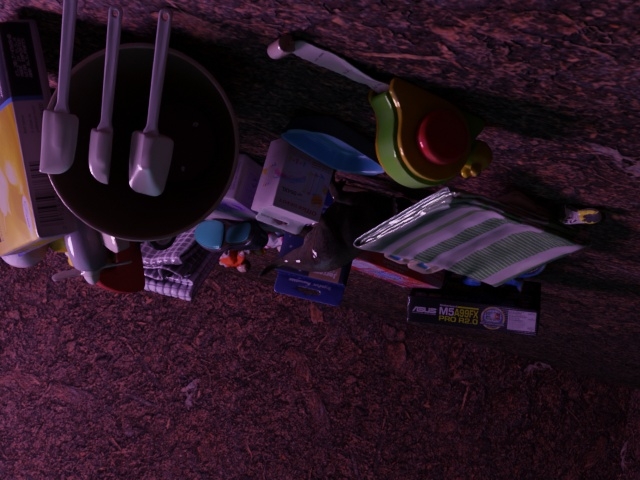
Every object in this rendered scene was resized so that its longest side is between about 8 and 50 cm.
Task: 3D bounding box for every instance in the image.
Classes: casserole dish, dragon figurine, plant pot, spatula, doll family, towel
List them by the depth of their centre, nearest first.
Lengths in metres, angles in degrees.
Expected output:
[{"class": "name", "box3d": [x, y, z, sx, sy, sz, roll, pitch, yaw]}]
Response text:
[{"class": "spatula", "box3d": [-0.260, -0.182, 1.085, 0.168, 0.241, 0.019, 13, -161, 5]}, {"class": "plant pot", "box3d": [-0.233, -0.141, 1.258, 0.257, 0.256, 0.274, 15, -174, -2]}, {"class": "casserole dish", "box3d": [0.024, -0.148, 1.338, 0.114, 0.036, 0.188, 6, 166, 42]}, {"class": "towel", "box3d": [0.259, 0.003, 1.457, 0.325, 0.038, 0.248, 14, 152, -32]}, {"class": "dragon figurine", "box3d": [0.341, 0.054, 1.785, 0.144, 0.085, 0.289, 9, 179, -16]}, {"class": "towel", "box3d": [-0.343, -0.014, 1.951, 0.235, 0.283, 0.121, 13, 132, 15]}, {"class": "doll family", "box3d": [-0.165, -0.007, 2.220, 0.163, 0.118, 0.263, 29, 145, -33]}]

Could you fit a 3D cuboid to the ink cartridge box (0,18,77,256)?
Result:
[{"class": "ink cartridge box", "box3d": [-0.467, -0.133, 1.299, 0.072, 0.303, 0.307, -12, 179, -37]}]

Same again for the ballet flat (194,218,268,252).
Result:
[{"class": "ballet flat", "box3d": [-0.177, -0.006, 1.772, 0.074, 0.074, 0.203, 23, 165, -39]}]

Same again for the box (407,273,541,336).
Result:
[{"class": "box", "box3d": [0.334, 0.131, 1.871, 0.270, 0.060, 0.216, 6, -166, 14]}]

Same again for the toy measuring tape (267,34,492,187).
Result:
[{"class": "toy measuring tape", "box3d": [0.076, -0.142, 1.084, 0.330, 0.121, 0.121, 20, 169, -23]}]

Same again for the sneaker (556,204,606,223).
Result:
[{"class": "sneaker", "box3d": [0.416, -0.037, 1.388, 0.035, 0.031, 0.083, 9, -178, -40]}]

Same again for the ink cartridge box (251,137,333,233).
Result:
[{"class": "ink cartridge box", "box3d": [-0.045, -0.089, 1.445, 0.092, 0.143, 0.090, 19, 169, -25]}]

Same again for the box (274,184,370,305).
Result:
[{"class": "box", "box3d": [0.000, 0.000, 1.628, 0.137, 0.225, 0.036, 12, 170, 12]}]

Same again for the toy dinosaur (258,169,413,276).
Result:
[{"class": "toy dinosaur", "box3d": [0.028, -0.021, 1.543, 0.160, 0.314, 0.121, 51, 168, 18]}]

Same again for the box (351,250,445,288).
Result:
[{"class": "box", "box3d": [0.127, 0.007, 1.772, 0.257, 0.122, 0.128, 21, 169, -30]}]

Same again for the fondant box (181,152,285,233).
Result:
[{"class": "fondant box", "box3d": [-0.246, -0.110, 1.756, 0.331, 0.096, 0.238, 9, 168, 25]}]

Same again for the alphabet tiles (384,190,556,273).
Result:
[{"class": "alphabet tiles", "box3d": [0.256, -0.008, 1.508, 0.284, 0.021, 0.278, -24, 148, 37]}]

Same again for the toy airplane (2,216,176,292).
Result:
[{"class": "toy airplane", "box3d": [-0.465, -0.069, 1.545, 0.384, 0.272, 0.386, 47, 163, 5]}]
